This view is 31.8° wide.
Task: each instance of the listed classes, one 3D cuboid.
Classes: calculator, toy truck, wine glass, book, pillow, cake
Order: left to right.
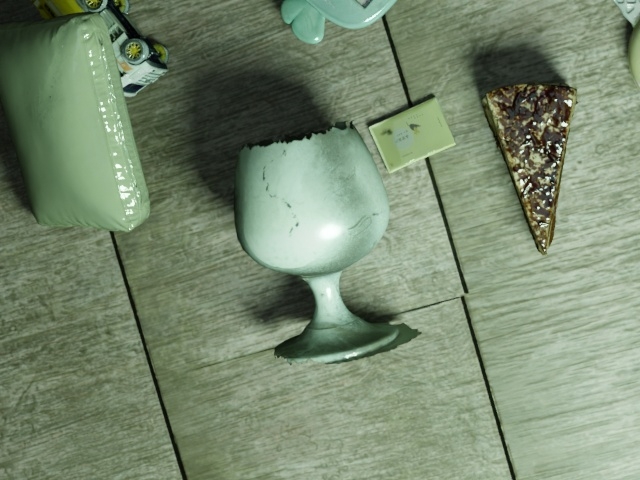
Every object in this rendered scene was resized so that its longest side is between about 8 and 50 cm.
[{"bbox_3d":[-0.379,-0.171,1.671,0.255,0.120,0.322,4,113,40],"label":"pillow"},{"bbox_3d":[-0.339,-0.321,1.719,0.114,0.098,0.227,-40,84,14],"label":"toy truck"},{"bbox_3d":[0.000,0.000,1.613,0.238,0.238,0.323,-9,101,11],"label":"wine glass"},{"bbox_3d":[0.052,-0.423,1.666,0.184,0.042,0.295,41,97,6],"label":"calculator"},{"bbox_3d":[0.137,-0.157,1.679,0.111,0.014,0.077,-23,89,11],"label":"book"},{"bbox_3d":[0.284,-0.109,1.609,0.135,0.112,0.246,10,99,13],"label":"cake"}]

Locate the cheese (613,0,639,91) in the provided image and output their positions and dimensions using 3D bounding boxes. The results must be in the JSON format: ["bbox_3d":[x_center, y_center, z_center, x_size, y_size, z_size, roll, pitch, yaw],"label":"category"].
[{"bbox_3d":[0.499,-0.302,1.574,0.163,0.071,0.249,-22,89,11],"label":"cheese"}]
